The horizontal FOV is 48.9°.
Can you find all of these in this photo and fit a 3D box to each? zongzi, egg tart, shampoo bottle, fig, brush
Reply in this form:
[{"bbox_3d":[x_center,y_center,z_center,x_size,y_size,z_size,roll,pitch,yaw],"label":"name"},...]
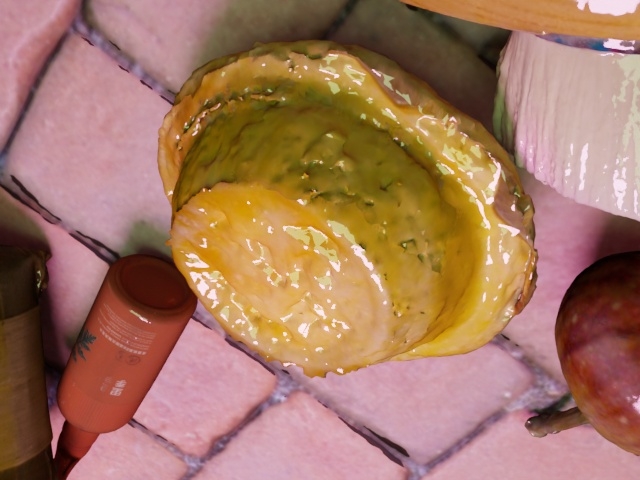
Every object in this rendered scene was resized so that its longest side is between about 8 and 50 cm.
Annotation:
[{"bbox_3d":[-0.393,0.151,0.651,0.318,0.154,0.289,-4,89,27],"label":"zongzi"},{"bbox_3d":[0.000,0.000,0.484,0.288,0.118,0.288,17,133,19],"label":"egg tart"},{"bbox_3d":[-0.194,0.123,0.648,0.085,0.085,0.244,30,119,-5],"label":"shampoo bottle"},{"bbox_3d":[0.239,0.091,0.535,0.160,0.231,0.143,19,76,1],"label":"fig"},{"bbox_3d":[0.133,-0.130,0.409,0.267,0.174,0.166,16,130,23],"label":"brush"}]
